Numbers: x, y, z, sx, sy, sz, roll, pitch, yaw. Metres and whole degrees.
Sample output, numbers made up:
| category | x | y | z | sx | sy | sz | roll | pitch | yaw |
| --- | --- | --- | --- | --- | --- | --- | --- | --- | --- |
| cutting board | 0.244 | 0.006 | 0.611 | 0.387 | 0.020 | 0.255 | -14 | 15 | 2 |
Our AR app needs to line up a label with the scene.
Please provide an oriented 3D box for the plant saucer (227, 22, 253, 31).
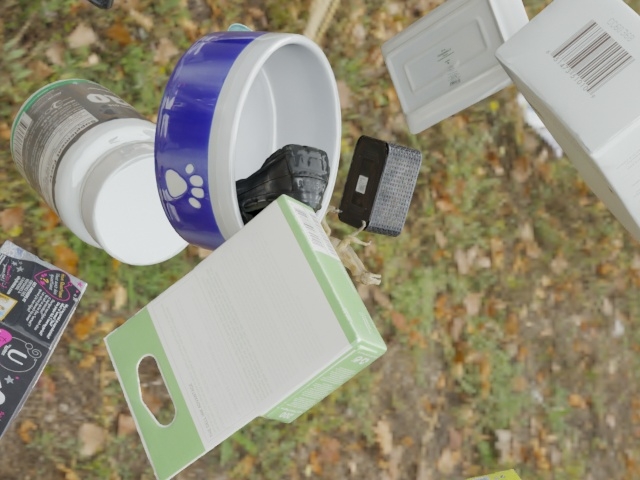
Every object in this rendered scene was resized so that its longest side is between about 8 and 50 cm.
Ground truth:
| category | x | y | z | sx | sy | sz | roll | pitch | yaw |
| --- | --- | --- | --- | --- | --- | --- | --- | --- | --- |
| plant saucer | -0.102 | -0.252 | 1.570 | 0.119 | 0.021 | 0.119 | 40 | 36 | -37 |

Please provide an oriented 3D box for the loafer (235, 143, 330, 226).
| category | x | y | z | sx | sy | sz | roll | pitch | yaw |
| --- | --- | --- | --- | --- | --- | --- | --- | --- | --- |
| loafer | -0.059 | -0.033 | 1.196 | 0.076 | 0.223 | 0.078 | 11 | 68 | -25 |

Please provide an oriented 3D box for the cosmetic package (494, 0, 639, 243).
| category | x | y | z | sx | sy | sz | roll | pitch | yaw |
| --- | --- | --- | --- | --- | --- | --- | --- | --- | --- |
| cosmetic package | 0.397 | -0.135 | 1.395 | 0.385 | 0.156 | 0.217 | 40 | 13 | -51 |

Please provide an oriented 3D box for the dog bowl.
| category | x | y | z | sx | sy | sz | roll | pitch | yaw |
| --- | --- | --- | --- | --- | --- | --- | --- | --- | --- |
| dog bowl | -0.078 | -0.112 | 1.285 | 0.265 | 0.104 | 0.264 | -32 | 126 | -58 |

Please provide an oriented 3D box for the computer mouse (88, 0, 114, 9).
| category | x | y | z | sx | sy | sz | roll | pitch | yaw |
| --- | --- | --- | --- | --- | --- | --- | --- | --- | --- |
| computer mouse | -0.397 | -0.439 | 1.734 | 0.262 | 0.060 | 0.184 | 41 | 28 | -46 |

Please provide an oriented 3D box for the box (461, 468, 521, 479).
| category | x | y | z | sx | sy | sz | roll | pitch | yaw |
| --- | --- | --- | --- | --- | --- | --- | --- | --- | --- |
| box | 0.239 | 0.432 | 1.506 | 0.087 | 0.058 | 0.232 | -11 | 114 | -11 |

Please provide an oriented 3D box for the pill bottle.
| category | x | y | z | sx | sy | sz | roll | pitch | yaw |
| --- | --- | --- | --- | --- | --- | --- | --- | --- | --- |
| pill bottle | -0.325 | -0.107 | 1.669 | 0.204 | 0.361 | 0.204 | -14 | 119 | -27 |

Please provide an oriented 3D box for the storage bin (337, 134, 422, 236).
| category | x | y | z | sx | sy | sz | roll | pitch | yaw |
| --- | --- | --- | --- | --- | --- | --- | --- | --- | --- |
| storage bin | 0.116 | -0.108 | 2.176 | 0.084 | 0.122 | 0.180 | 12 | 98 | -32 |

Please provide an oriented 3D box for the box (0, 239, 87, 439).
| category | x | y | z | sx | sy | sz | roll | pitch | yaw |
| --- | --- | --- | --- | --- | --- | --- | --- | --- | --- |
| box | -0.464 | 0.153 | 1.594 | 0.142 | 0.247 | 0.163 | 31 | 34 | -9 |

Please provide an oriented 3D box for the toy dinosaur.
| category | x | y | z | sx | sy | sz | roll | pitch | yaw |
| --- | --- | --- | --- | --- | --- | --- | --- | --- | --- |
| toy dinosaur | 0.000 | 0.000 | 1.449 | 0.092 | 0.183 | 0.053 | -68 | 164 | -4 |

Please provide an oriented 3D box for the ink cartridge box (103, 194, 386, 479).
| category | x | y | z | sx | sy | sz | roll | pitch | yaw |
| --- | --- | --- | --- | --- | --- | --- | --- | --- | --- |
| ink cartridge box | -0.075 | 0.094 | 1.003 | 0.056 | 0.235 | 0.171 | 26 | 31 | -54 |

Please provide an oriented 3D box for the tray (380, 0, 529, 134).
| category | x | y | z | sx | sy | sz | roll | pitch | yaw |
| --- | --- | --- | --- | --- | --- | --- | --- | --- | --- |
| tray | 0.177 | -0.251 | 1.495 | 0.030 | 0.270 | 0.145 | -16 | 85 | -38 |
